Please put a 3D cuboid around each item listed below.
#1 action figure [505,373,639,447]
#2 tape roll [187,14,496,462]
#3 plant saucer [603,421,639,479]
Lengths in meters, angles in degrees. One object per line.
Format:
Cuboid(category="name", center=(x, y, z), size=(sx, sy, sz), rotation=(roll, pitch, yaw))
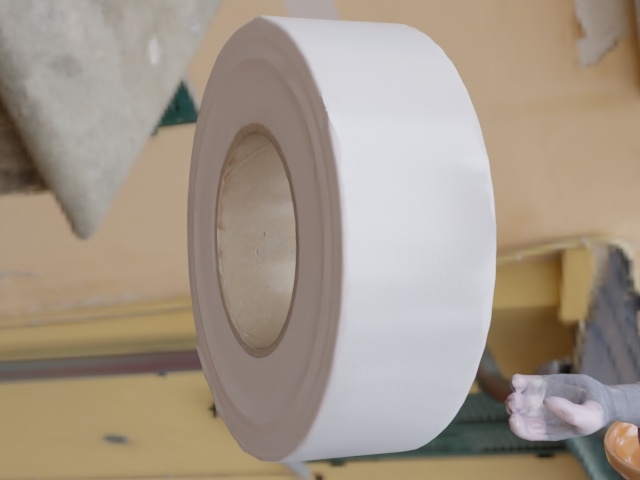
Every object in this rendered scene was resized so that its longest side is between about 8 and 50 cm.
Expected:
Cuboid(category="action figure", center=(0.260, 0.041, 0.633), size=(0.275, 0.248, 0.370), rotation=(27, 70, -56))
Cuboid(category="tape roll", center=(0.000, 0.000, 0.842), size=(0.286, 0.100, 0.286), rotation=(178, -90, -66))
Cuboid(category="plant saucer", center=(0.362, 0.194, 1.187), size=(0.200, 0.200, 0.037), rotation=(-41, 126, -66))
